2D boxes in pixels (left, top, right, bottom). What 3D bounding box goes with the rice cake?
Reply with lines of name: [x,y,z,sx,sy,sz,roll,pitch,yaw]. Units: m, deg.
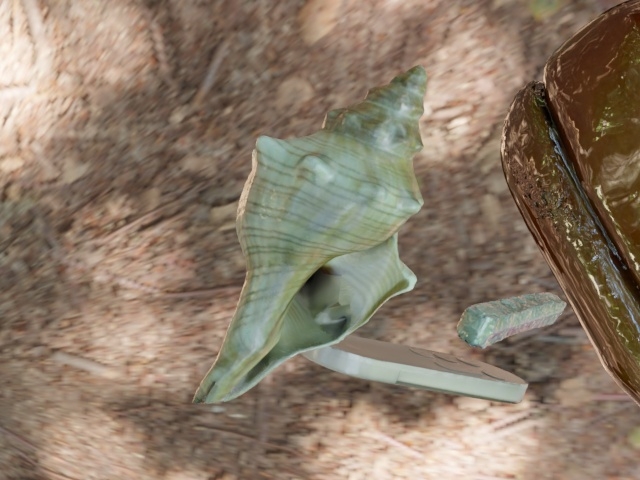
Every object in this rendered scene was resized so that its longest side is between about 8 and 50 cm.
rice cake: [0.173,0.068,1.620,0.033,0.207,0.033,30,106,22]

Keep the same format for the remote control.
remote control: [0.081,0.106,1.514,0.245,0.077,0.022,14,96,-42]

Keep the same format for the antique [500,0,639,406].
antique: [0.189,0.009,0.676,0.129,0.223,0.278,-38,130,26]

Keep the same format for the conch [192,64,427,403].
conch: [0.002,-0.010,1.162,0.137,0.114,0.234,7,122,-33]
